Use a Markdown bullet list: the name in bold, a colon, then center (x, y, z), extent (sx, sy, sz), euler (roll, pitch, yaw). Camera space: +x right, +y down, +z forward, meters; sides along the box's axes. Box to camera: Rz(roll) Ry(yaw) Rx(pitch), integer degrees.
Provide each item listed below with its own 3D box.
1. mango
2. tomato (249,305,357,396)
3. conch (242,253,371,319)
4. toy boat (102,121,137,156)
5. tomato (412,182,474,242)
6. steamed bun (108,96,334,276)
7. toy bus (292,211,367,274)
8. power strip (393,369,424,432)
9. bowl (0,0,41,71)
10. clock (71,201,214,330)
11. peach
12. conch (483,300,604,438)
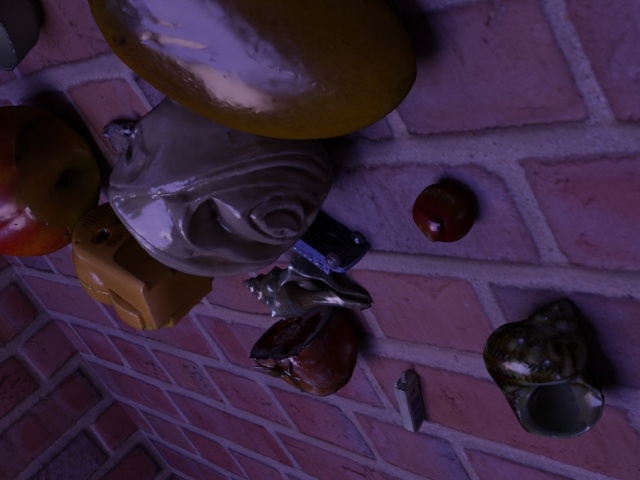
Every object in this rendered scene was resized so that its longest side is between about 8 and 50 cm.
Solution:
- **mango**: center (-0.084, -0.283, 1.126), extent (0.445, 0.220, 0.301), euler (23, 125, 9)
- **tomato**: center (-0.014, 0.227, 1.772), extent (0.155, 0.180, 0.214), euler (48, 158, -17)
- **conch**: center (-0.036, 0.073, 1.680), extent (0.234, 0.114, 0.137), euler (-19, 129, 23)
- **toy boat**: center (-0.400, -0.210, 1.854), extent (0.210, 0.066, 0.084), euler (26, 115, 51)
- **tomato**: center (0.167, -0.036, 1.258), extent (0.087, 0.075, 0.087), euler (38, 155, 21)
- **steamed bun**: center (-0.139, -0.065, 1.341), extent (0.310, 0.324, 0.219), euler (42, -160, -43)
- **toy bus**: center (0.000, 0.000, 1.550), extent (0.167, 0.073, 0.076), euler (36, 149, 24)
- **power strip**: center (0.172, 0.308, 1.751), extent (0.030, 0.047, 0.191), euler (22, 146, 31)
- **bowl**: center (-0.631, -0.452, 1.792), extent (0.211, 0.112, 0.211), euler (34, 151, 22)
- **clock**: center (-0.395, 0.035, 1.971), extent (0.317, 0.244, 0.200), euler (29, 144, 28)
- **peach**: center (-0.684, -0.126, 2.058), extent (0.370, 0.370, 0.370), euler (34, 151, 22)
- **conch**: center (0.321, 0.177, 1.286), extent (0.187, 0.124, 0.181), euler (20, 141, 0)
